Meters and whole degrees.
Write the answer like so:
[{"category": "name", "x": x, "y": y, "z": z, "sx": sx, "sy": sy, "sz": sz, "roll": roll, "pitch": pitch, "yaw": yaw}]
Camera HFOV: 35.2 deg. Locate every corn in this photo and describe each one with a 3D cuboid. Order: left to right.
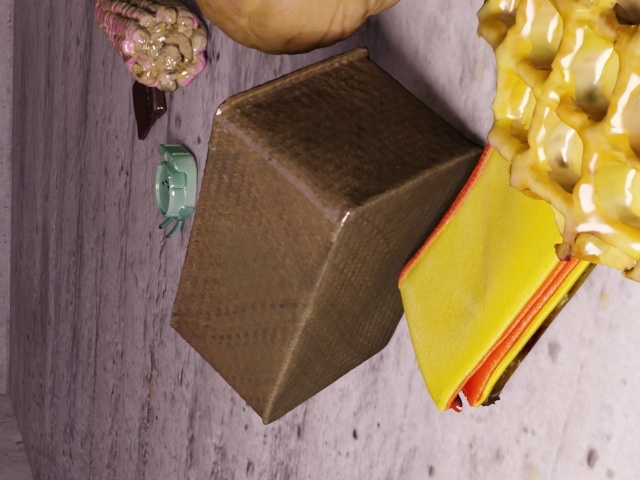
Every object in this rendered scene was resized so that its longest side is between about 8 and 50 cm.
[{"category": "corn", "x": -0.254, "y": -0.312, "z": 1.495, "sx": 0.335, "sy": 0.126, "sz": 0.127, "roll": -132, "pitch": 45, "yaw": -59}]

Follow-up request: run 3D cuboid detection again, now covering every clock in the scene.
[{"category": "clock", "x": -0.220, "y": -0.074, "z": 1.525, "sx": 0.101, "sy": 0.041, "sz": 0.135, "roll": -142, "pitch": 53, "yaw": -58}]

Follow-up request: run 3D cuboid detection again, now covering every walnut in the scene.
[{"category": "walnut", "x": -0.024, "y": -0.274, "z": 0.895, "sx": 0.228, "sy": 0.228, "sz": 0.228, "roll": 177, "pitch": 90, "yaw": -65}]

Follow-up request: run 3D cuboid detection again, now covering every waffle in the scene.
[{"category": "waffle", "x": 0.208, "y": -0.108, "z": 0.487, "sx": 0.324, "sy": 0.151, "sz": 0.261, "roll": 169, "pitch": 100, "yaw": -66}]

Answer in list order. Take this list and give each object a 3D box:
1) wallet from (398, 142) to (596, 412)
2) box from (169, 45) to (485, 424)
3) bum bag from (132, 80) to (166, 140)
[{"category": "wallet", "x": 0.139, "y": 0.004, "z": 0.750, "sx": 0.241, "sy": 0.067, "sz": 0.141, "roll": 117, "pitch": 146, "yaw": -40}, {"category": "box", "x": -0.002, "y": -0.001, "z": 0.865, "sx": 0.143, "sy": 0.184, "sz": 0.273, "roll": 41, "pitch": 136, "yaw": 22}, {"category": "bum bag", "x": -0.290, "y": -0.238, "z": 1.675, "sx": 0.159, "sy": 0.026, "sz": 0.109, "roll": 146, "pitch": 117, "yaw": -62}]
